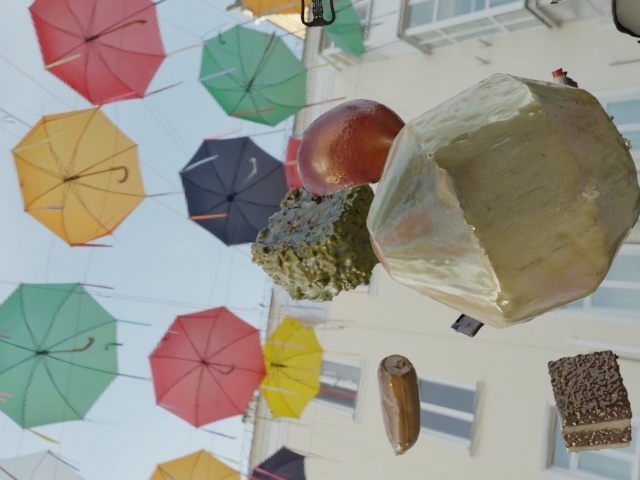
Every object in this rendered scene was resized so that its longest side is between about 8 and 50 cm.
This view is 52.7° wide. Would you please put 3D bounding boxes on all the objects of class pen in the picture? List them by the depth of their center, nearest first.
[{"bbox_3d":[0.546,-0.268,1.410,0.026,0.026,0.218,-20,-87,-44],"label":"pen"}]

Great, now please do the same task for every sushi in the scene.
[{"bbox_3d":[0.000,0.000,1.958,0.240,0.396,0.352,51,-133,-31],"label":"sushi"}]

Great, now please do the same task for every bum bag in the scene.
[{"bbox_3d":[0.409,0.208,1.717,0.026,0.159,0.109,42,-94,-7],"label":"bum bag"}]

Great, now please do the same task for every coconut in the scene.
[{"bbox_3d":[0.232,-0.044,0.893,0.352,0.352,0.353,-2,-87,-46],"label":"coconut"}]

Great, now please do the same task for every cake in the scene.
[{"bbox_3d":[0.499,0.301,1.190,0.147,0.134,0.135,60,-155,-33],"label":"cake"}]

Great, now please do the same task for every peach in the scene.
[{"bbox_3d":[0.087,-0.255,1.673,0.257,0.361,0.201,-41,-69,-44],"label":"peach"}]

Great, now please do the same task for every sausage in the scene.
[{"bbox_3d":[0.202,0.434,1.625,0.112,0.112,0.329,-35,-52,-40],"label":"sausage"}]

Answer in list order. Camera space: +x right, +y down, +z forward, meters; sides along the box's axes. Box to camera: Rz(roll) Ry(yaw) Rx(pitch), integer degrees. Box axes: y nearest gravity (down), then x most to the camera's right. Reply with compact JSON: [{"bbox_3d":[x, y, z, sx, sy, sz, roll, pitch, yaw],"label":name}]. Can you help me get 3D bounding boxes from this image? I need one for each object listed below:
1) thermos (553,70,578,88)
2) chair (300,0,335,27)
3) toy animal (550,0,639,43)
[{"bbox_3d":[0.798,-0.443,2.097,0.098,0.124,0.232,11,-117,-51],"label":"thermos"},{"bbox_3d":[-0.015,-0.713,1.767,0.113,0.106,0.229,-46,-47,-80],"label":"chair"},{"bbox_3d":[0.559,-0.486,1.156,0.310,0.247,0.183,-78,-11,-53],"label":"toy animal"}]
